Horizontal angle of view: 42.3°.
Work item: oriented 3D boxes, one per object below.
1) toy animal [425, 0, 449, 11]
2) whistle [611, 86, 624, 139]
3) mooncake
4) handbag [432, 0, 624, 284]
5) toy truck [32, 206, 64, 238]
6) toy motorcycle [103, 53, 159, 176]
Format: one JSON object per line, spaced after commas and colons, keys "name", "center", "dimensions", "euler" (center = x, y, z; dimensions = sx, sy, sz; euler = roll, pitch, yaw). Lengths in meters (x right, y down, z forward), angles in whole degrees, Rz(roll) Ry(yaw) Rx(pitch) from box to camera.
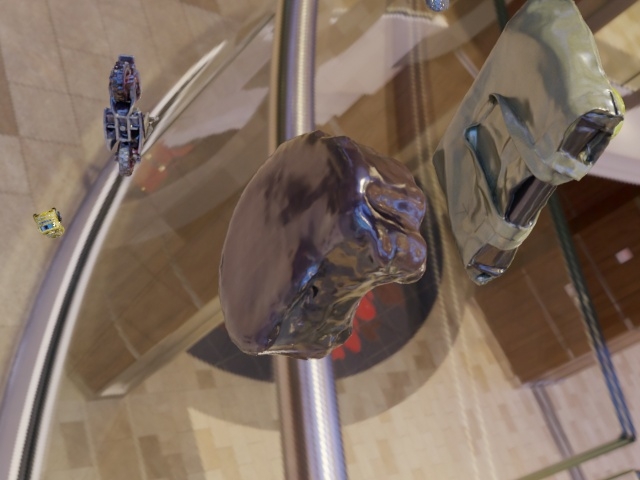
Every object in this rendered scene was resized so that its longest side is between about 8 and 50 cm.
{"name": "toy animal", "center": [0.163, -0.623, 1.522], "dimensions": [0.205, 0.081, 0.366], "euler": [-122, -163, -53]}
{"name": "whistle", "center": [0.373, -0.184, 1.290], "dimensions": [0.057, 0.198, 0.104], "euler": [-17, 93, -51]}
{"name": "mooncake", "center": [0.000, 0.000, 1.370], "dimensions": [0.212, 0.381, 0.350], "euler": [16, 50, -40]}
{"name": "handbag", "center": [0.242, -0.127, 1.015], "dimensions": [0.109, 0.315, 0.253], "euler": [14, 42, -18]}
{"name": "toy truck", "center": [-0.575, -0.036, 1.757], "dimensions": [0.049, 0.083, 0.054], "euler": [-20, 86, -9]}
{"name": "toy motorcycle", "center": [-0.323, -0.217, 1.405], "dimensions": [0.080, 0.215, 0.122], "euler": [4, 40, -3]}
